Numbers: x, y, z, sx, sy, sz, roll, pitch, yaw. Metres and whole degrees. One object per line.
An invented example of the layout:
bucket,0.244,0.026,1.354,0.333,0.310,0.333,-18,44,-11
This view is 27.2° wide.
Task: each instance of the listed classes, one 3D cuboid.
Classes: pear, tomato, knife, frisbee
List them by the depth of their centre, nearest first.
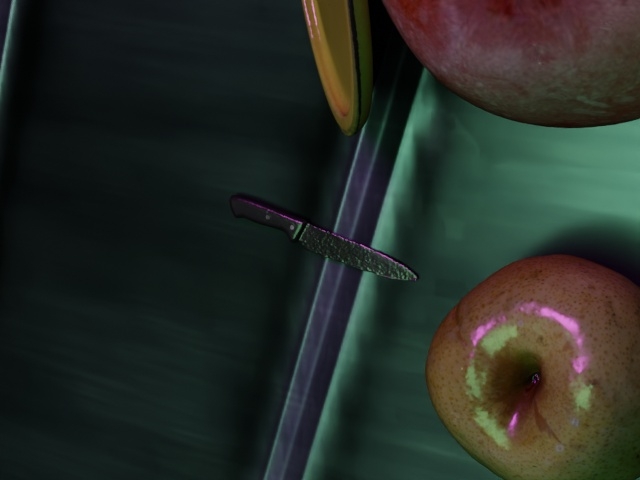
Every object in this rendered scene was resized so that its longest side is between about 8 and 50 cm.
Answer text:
tomato,0.148,-0.196,0.770,0.270,0.227,0.270,9,109,26
frisbee,0.003,-0.186,0.878,0.017,0.236,0.236,-11,98,-5
pear,0.158,0.090,0.889,0.167,0.136,0.167,6,102,30
knife,0.000,0.000,1.030,0.170,0.010,0.023,22,112,22
